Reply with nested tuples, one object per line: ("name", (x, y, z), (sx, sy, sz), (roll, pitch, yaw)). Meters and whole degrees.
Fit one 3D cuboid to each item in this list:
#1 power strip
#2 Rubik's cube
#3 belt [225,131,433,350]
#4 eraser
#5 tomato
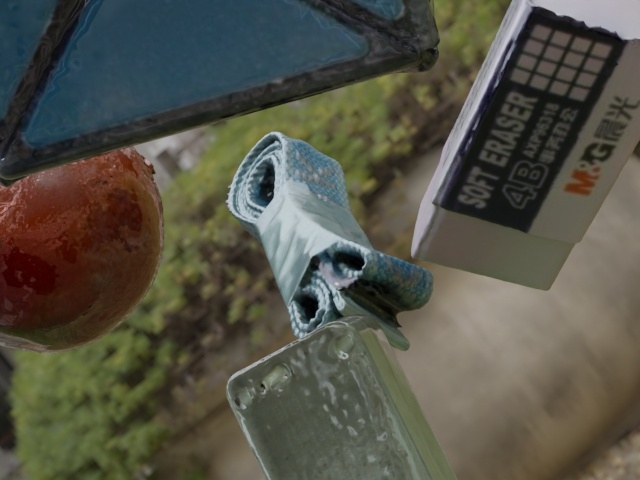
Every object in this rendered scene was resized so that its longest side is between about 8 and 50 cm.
("power strip", (0.048, 0.185, 0.890), (0.093, 0.288, 0.053), (-28, -7, 18))
("Rubik's cube", (-0.080, -0.202, 0.879), (0.259, 0.260, 0.255), (-17, 18, 10))
("belt", (0.000, 0.000, 1.166), (0.087, 0.072, 0.302), (-50, 26, 8))
("eraser", (0.172, -0.084, 1.249), (0.287, 0.130, 0.086), (110, 174, -47))
("tomato", (-0.231, -0.006, 1.301), (0.208, 0.208, 0.184), (-36, 17, 39))
